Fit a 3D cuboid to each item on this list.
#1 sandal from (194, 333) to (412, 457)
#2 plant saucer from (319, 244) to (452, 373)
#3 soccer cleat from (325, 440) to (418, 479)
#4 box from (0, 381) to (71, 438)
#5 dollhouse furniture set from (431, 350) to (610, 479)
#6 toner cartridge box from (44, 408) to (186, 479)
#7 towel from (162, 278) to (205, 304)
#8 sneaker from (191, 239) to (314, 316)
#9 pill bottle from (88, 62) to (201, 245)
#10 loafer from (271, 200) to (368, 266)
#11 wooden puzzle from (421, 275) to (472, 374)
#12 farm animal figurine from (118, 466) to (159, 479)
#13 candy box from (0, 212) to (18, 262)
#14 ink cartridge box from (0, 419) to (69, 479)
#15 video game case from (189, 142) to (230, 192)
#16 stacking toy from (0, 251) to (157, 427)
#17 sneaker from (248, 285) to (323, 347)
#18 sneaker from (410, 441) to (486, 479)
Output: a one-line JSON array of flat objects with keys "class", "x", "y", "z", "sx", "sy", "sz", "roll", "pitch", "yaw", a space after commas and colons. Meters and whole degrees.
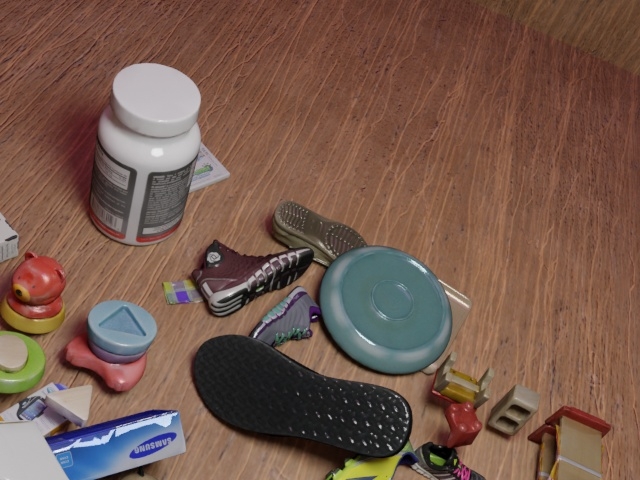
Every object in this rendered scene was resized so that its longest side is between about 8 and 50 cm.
[{"class": "sandal", "x": -0.041, "y": 0.309, "z": 1.515, "sx": 0.446, "sy": 0.107, "sz": 0.167, "roll": 17, "pitch": 78, "yaw": 18}, {"class": "plant saucer", "x": 0.154, "y": 0.139, "z": 1.748, "sx": 0.318, "sy": 0.043, "sz": 0.317, "roll": 10, "pitch": 56, "yaw": -14}, {"class": "soccer cleat", "x": 0.078, "y": 0.457, "z": 1.472, "sx": 0.121, "sy": 0.093, "sz": 0.289, "roll": 48, "pitch": 51, "yaw": 9}, {"class": "box", "x": -0.500, "y": 0.313, "z": 1.411, "sx": 0.081, "sy": 0.028, "sz": 0.136, "roll": 43, "pitch": 46, "yaw": 17}, {"class": "dollhouse furniture set", "x": 0.383, "y": 0.410, "z": 1.590, "sx": 0.374, "sy": 0.152, "sz": 0.201, "roll": 24, "pitch": 46, "yaw": 0}, {"class": "toner cartridge box", "x": -0.414, "y": 0.358, "z": 1.302, "sx": 0.348, "sy": 0.165, "sz": 0.075, "roll": -10, "pitch": 86, "yaw": -28}, {"class": "towel", "x": -0.290, "y": 0.108, "z": 1.686, "sx": 0.083, "sy": 0.009, "sz": 0.060, "roll": -5, "pitch": 53, "yaw": -25}, {"class": "sneaker", "x": -0.157, "y": 0.041, "z": 1.736, "sx": 0.281, "sy": 0.106, "sz": 0.162, "roll": -25, "pitch": 60, "yaw": -36}, {"class": "pill bottle", "x": -0.366, "y": -0.174, "z": 1.660, "sx": 0.210, "sy": 0.363, "sz": 0.210, "roll": 12, "pitch": 47, "yaw": -13}, {"class": "loafer", "x": 0.000, "y": 0.000, "z": 1.844, "sx": 0.269, "sy": 0.092, "sz": 0.102, "roll": 33, "pitch": 60, "yaw": -14}, {"class": "wooden puzzle", "x": 0.211, "y": 0.168, "z": 1.817, "sx": 0.221, "sy": 0.044, "sz": 0.238, "roll": 33, "pitch": 51, "yaw": 7}, {"class": "farm animal figurine", "x": -0.264, "y": 0.505, "z": 1.235, "sx": 0.330, "sy": 0.172, "sz": 0.326, "roll": -7, "pitch": 53, "yaw": -27}, {"class": "candy box", "x": -0.730, "y": -0.008, "z": 1.570, "sx": 0.196, "sy": 0.070, "sz": 0.165, "roll": -29, "pitch": 65, "yaw": -37}, {"class": "ink cartridge box", "x": -0.477, "y": 0.465, "z": 1.031, "sx": 0.279, "sy": 0.384, "sz": 0.160, "roll": 49, "pitch": 13, "yaw": 22}, {"class": "video game case", "x": -0.323, "y": -0.180, "z": 1.920, "sx": 0.157, "sy": 0.019, "sz": 0.143, "roll": -26, "pitch": 64, "yaw": -37}, {"class": "stacking toy", "x": -0.464, "y": 0.165, "z": 1.436, "sx": 0.309, "sy": 0.130, "sz": 0.279, "roll": 25, "pitch": 29, "yaw": -1}, {"class": "sneaker", "x": -0.070, "y": 0.185, "z": 1.660, "sx": 0.098, "sy": 0.083, "sz": 0.224, "roll": 39, "pitch": 47, "yaw": 7}, {"class": "sneaker", "x": 0.260, "y": 0.450, "z": 1.559, "sx": 0.170, "sy": 0.074, "sz": 0.063, "roll": 28, "pitch": 46, "yaw": 3}]
